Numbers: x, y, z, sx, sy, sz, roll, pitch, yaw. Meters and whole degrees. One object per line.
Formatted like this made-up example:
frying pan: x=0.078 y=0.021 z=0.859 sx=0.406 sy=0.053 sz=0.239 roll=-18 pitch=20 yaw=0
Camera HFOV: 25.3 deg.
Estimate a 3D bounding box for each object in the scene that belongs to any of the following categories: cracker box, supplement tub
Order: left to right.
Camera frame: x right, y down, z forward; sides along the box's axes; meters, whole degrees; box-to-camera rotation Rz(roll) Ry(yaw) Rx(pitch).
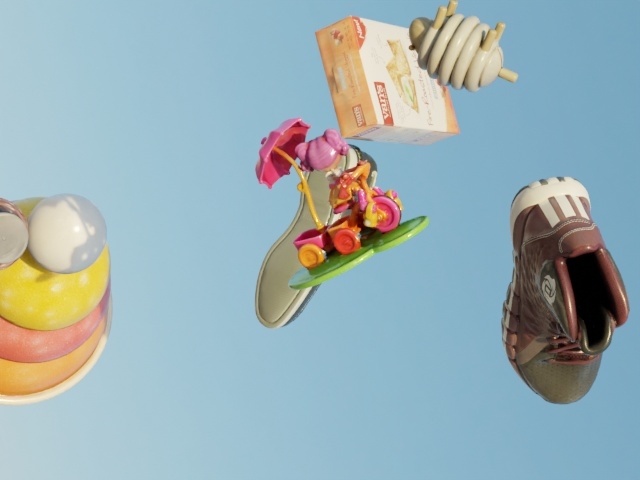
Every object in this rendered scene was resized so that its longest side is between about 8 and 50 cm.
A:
supplement tub: x=-0.469 y=-0.013 z=1.979 sx=0.198 sy=0.106 sz=0.106 roll=12 pitch=-63 yaw=59
cracker box: x=0.097 y=-0.218 z=1.986 sx=0.067 sy=0.232 sz=0.155 roll=-19 pitch=-100 yaw=33

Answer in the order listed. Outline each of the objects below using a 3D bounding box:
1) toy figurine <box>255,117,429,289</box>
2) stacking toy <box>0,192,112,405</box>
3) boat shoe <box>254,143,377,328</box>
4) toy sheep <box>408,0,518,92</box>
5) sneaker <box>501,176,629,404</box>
toy figurine: x=0.005 y=-0.055 z=1.476 sx=0.173 sy=0.130 sz=0.159 roll=-22 pitch=-78 yaw=34
stacking toy: x=-0.429 y=0.047 z=2.203 sx=0.480 sy=0.351 sz=0.350 roll=-32 pitch=-104 yaw=59
boat shoe: x=0.000 y=0.000 z=2.149 sx=0.114 sy=0.091 sz=0.302 roll=34 pitch=-80 yaw=41
toy sheep: x=0.155 y=-0.205 z=1.549 sx=0.132 sy=0.091 sz=0.091 roll=30 pitch=-38 yaw=15
sneaker: x=0.246 y=0.090 z=1.410 sx=0.162 sy=0.106 sz=0.281 roll=-108 pitch=-175 yaw=-55
